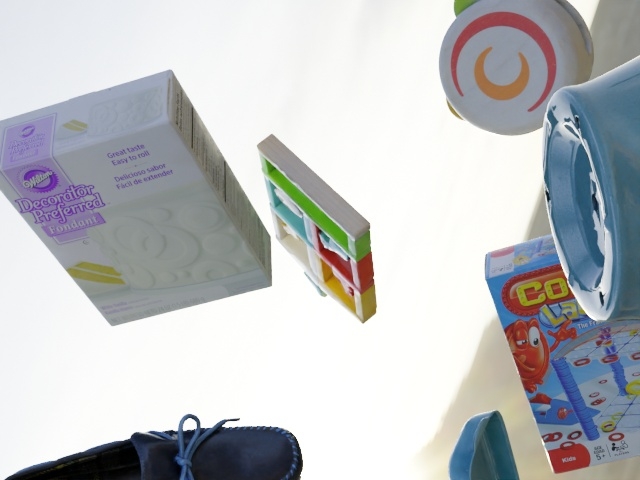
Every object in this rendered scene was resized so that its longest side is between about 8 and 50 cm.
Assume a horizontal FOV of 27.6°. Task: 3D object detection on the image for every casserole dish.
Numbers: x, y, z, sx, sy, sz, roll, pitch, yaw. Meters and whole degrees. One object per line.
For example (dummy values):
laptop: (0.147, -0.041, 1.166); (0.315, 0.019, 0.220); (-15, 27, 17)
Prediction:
casserole dish: (0.185, 0.276, 1.473); (0.114, 0.037, 0.188); (-58, -40, -43)

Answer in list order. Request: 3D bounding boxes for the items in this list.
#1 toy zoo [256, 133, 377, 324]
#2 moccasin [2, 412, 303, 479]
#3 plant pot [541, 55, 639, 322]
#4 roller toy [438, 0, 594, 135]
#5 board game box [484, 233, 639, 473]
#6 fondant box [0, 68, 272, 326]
toy zoo: (0.000, 0.000, 1.761); (0.030, 0.192, 0.293); (-39, -26, -16)
moccasin: (-0.184, 0.274, 1.423); (0.117, 0.342, 0.138); (85, 166, -57)
plant pot: (0.314, -0.046, 0.991); (0.271, 0.255, 0.271); (169, 90, -85)
roller toy: (0.268, -0.244, 1.773); (0.146, 0.191, 0.209); (-36, -41, -61)
board game box: (0.401, 0.122, 1.668); (0.086, 0.308, 0.302); (-70, -40, -65)
fondant box: (-0.227, -0.042, 1.632); (0.330, 0.238, 0.096); (61, -161, -46)
